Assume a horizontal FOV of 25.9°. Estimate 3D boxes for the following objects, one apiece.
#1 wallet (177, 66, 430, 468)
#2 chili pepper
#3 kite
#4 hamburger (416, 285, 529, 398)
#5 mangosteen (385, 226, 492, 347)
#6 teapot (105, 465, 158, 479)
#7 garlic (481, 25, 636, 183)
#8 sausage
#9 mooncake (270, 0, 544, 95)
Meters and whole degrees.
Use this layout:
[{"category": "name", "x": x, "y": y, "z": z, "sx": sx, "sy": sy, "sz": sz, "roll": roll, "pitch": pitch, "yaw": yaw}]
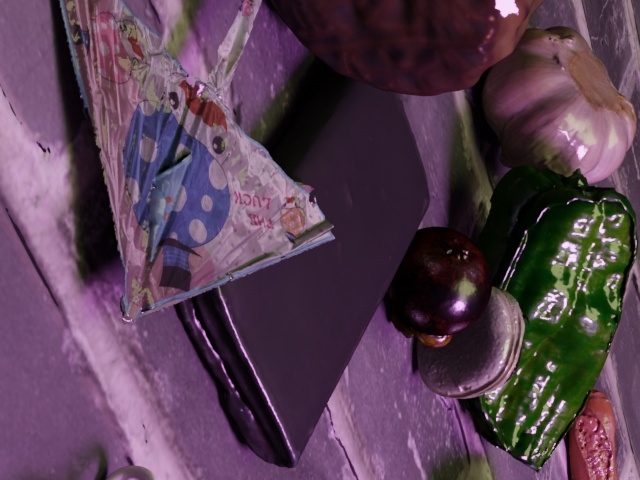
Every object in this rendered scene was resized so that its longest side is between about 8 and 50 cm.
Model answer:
[{"category": "wallet", "x": -0.001, "y": 0.000, "z": 1.350, "sx": 0.406, "sy": 0.062, "sz": 0.228, "roll": -58, "pitch": 137, "yaw": -45}, {"category": "chili pepper", "x": 0.256, "y": 0.091, "z": 1.721, "sx": 0.167, "sy": 0.213, "sz": 0.385, "roll": -138, "pitch": -119, "yaw": -69}, {"category": "kite", "x": -0.099, "y": -0.091, "z": 1.142, "sx": 0.406, "sy": 0.014, "sz": 0.368, "roll": 46, "pitch": 49, "yaw": -39}, {"category": "hamburger", "x": 0.173, "y": 0.112, "z": 1.596, "sx": 0.062, "sy": 0.133, "sz": 0.140, "roll": 18, "pitch": 65, "yaw": -52}, {"category": "mangosteen", "x": 0.124, "y": 0.057, "z": 1.535, "sx": 0.140, "sy": 0.140, "sz": 0.140, "roll": 4, "pitch": 86, "yaw": -62}, {"category": "teapot", "x": -0.163, "y": 0.259, "z": 1.011, "sx": 0.226, "sy": 0.092, "sz": 0.145, "roll": -68, "pitch": 145, "yaw": -41}, {"category": "garlic", "x": 0.303, "y": -0.169, "z": 1.820, "sx": 0.228, "sy": 0.152, "sz": 0.228, "roll": 18, "pitch": 57, "yaw": -29}, {"category": "sausage", "x": 0.419, "y": 0.389, "z": 2.103, "sx": 0.087, "sy": 0.079, "sz": 0.327, "roll": -18, "pitch": 104, "yaw": -60}, {"category": "mooncake", "x": 0.073, "y": -0.271, "z": 1.268, "sx": 0.161, "sy": 0.290, "sz": 0.290, "roll": -59, "pitch": 139, "yaw": -32}]
